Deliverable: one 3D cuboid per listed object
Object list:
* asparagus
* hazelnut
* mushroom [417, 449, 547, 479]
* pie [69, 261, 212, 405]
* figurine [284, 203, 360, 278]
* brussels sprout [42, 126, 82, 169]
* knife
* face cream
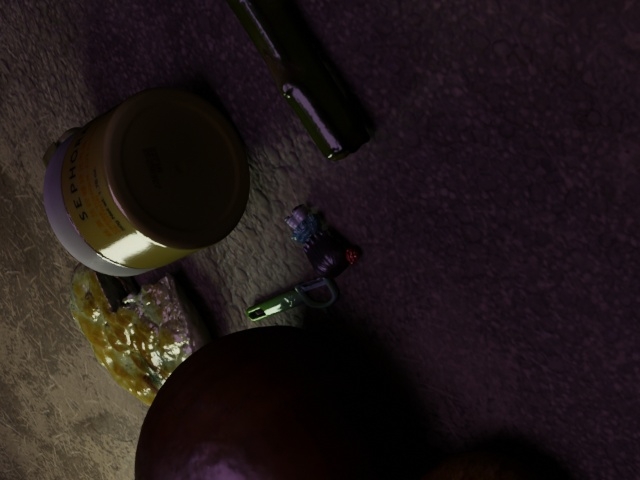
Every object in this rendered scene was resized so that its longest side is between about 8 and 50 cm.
[{"bbox_3d":[-0.037,-0.216,1.279,0.278,0.067,0.060,59,169,1],"label":"asparagus"},{"bbox_3d":[-0.066,0.319,1.488,0.359,0.359,0.409,-7,106,49],"label":"hazelnut"},{"bbox_3d":[0.203,0.387,1.369,0.267,0.254,0.267,1,91,53],"label":"mushroom"},{"bbox_3d":[-0.286,0.165,1.808,0.337,0.075,0.337,27,134,31],"label":"pie"},{"bbox_3d":[0.000,0.000,1.415,0.060,0.047,0.106,-42,75,11],"label":"figurine"},{"bbox_3d":[-0.319,-0.084,1.616,0.181,0.144,0.161,48,178,-9],"label":"brussels sprout"},{"bbox_3d":[-0.040,0.091,1.545,0.212,0.015,0.054,-23,107,51],"label":"knife"},{"bbox_3d":[-0.229,-0.075,1.457,0.179,0.218,0.218,-19,102,50],"label":"face cream"}]
